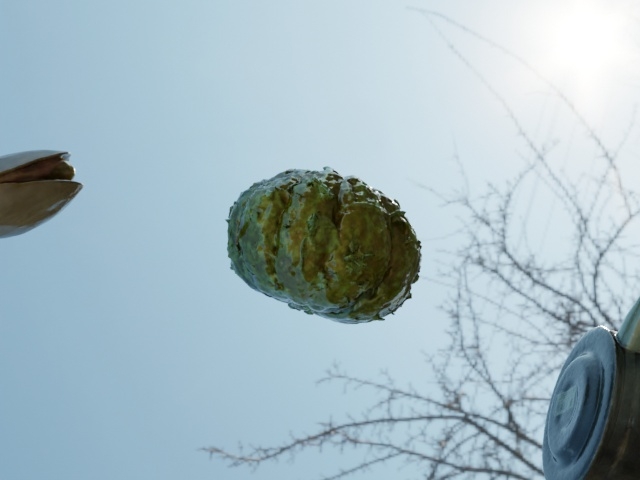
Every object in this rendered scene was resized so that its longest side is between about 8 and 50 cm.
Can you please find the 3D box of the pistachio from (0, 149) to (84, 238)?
[{"bbox_3d":[-0.501,-0.078,1.357,0.215,0.144,0.143,-25,-73,-5],"label":"pistachio"}]

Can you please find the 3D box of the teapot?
[{"bbox_3d":[0.463,0.222,1.146,0.240,0.239,0.321,17,-94,0],"label":"teapot"}]

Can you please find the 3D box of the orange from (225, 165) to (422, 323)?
[{"bbox_3d":[0.000,0.000,1.246,0.301,0.300,0.223,26,-105,-45],"label":"orange"}]
